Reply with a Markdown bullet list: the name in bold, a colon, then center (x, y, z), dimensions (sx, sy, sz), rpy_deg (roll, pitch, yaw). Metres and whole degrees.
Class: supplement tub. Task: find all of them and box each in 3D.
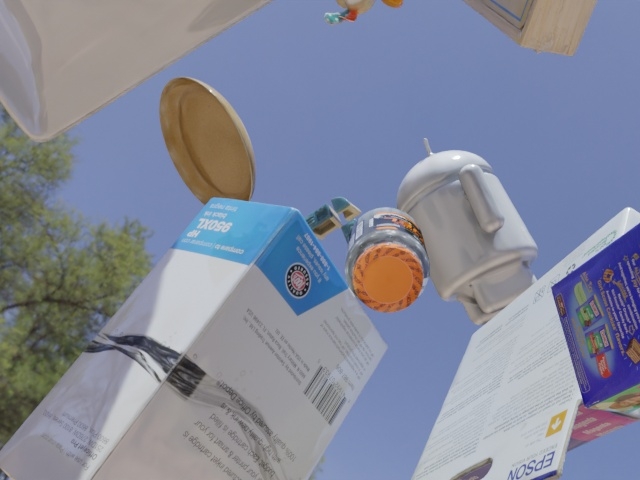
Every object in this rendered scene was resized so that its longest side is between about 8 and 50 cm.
- **supplement tub**: center (0.094, 0.027, 0.964), dimensions (0.117, 0.190, 0.117), rpy_deg (1, -74, 4)

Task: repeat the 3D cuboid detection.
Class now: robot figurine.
- **robot figurine**: center (0.271, -0.023, 1.280), dimensions (0.200, 0.353, 0.300), rpy_deg (-19, -21, -14)

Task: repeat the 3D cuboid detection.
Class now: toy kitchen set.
- **toy kitchen set**: center (0.000, 0.000, 1.613), dimensions (0.207, 0.166, 0.122), rpy_deg (-34, -36, 19)

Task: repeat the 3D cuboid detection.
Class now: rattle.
- **rattle**: center (0.091, -0.468, 1.381), dimensions (0.130, 0.199, 0.143), rpy_deg (1, -31, 16)

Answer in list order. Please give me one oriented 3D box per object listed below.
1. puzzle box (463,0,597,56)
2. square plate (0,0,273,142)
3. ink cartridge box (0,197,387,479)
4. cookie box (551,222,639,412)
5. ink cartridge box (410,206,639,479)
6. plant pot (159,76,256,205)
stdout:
- **puzzle box**: center (0.210, -0.390, 0.560), dimensions (0.052, 0.272, 0.409), rpy_deg (6, -60, -13)
- **square plate**: center (-0.135, -0.284, 0.443), dimensions (0.049, 0.344, 0.347), rpy_deg (44, -16, 38)
- **ink cartridge box**: center (-0.125, 0.188, 0.809), dimensions (0.166, 0.395, 0.285), rpy_deg (10, -35, 42)
- **cookie box**: center (0.203, 0.046, 0.421), dimensions (0.040, 0.092, 0.107), rpy_deg (9, -34, -21)
- **ink cartridge box**: center (0.218, 0.168, 0.722), dimensions (0.071, 0.330, 0.324), rpy_deg (33, -38, 0)
- **plant pot**: center (-0.178, -0.152, 1.090), dimensions (0.236, 0.032, 0.236), rpy_deg (30, -43, 33)
